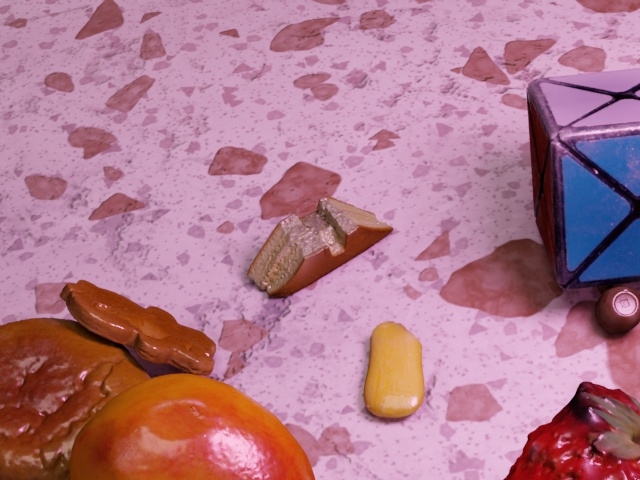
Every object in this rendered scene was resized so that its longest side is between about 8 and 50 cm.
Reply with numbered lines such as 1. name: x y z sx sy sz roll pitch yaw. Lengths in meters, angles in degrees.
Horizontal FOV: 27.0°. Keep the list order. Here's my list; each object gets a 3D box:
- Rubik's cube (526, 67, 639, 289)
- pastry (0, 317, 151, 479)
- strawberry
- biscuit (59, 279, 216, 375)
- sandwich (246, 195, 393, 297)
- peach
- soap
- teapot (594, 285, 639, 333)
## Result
1. Rubik's cube: 0.453 -0.100 1.978 0.260 0.259 0.255 -9 27 3
2. pastry: -0.401 0.250 1.889 0.356 0.163 0.356 -6 41 5
3. strawberry: 0.331 0.363 1.606 0.292 0.309 0.291 20 23 -9
4. biscuit: -0.271 0.131 1.971 0.249 0.035 0.184 25 12 -10
5. sandwich: 0.000 0.000 2.116 0.244 0.088 0.090 -28 51 -18
6. peach: -0.153 0.316 1.699 0.308 0.289 0.289 8 47 24
7. soap: 0.111 0.190 1.947 0.089 0.033 0.168 2 46 9
8. teapot: 0.455 0.084 1.954 0.110 0.080 0.085 -23 78 -4
